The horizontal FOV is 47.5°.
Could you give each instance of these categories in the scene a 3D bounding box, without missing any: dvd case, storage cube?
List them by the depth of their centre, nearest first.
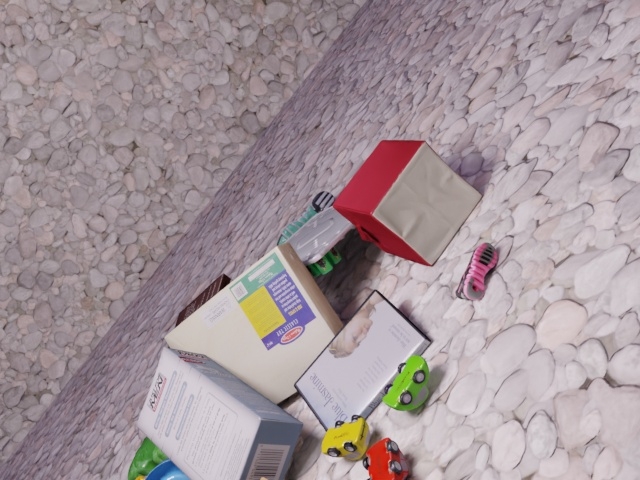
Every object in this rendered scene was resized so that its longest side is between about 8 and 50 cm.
[{"bbox_3d":[0.071,0.231,1.355,0.253,0.022,0.180,-50,39,3],"label":"dvd case"},{"bbox_3d":[0.176,-0.080,1.510,0.215,0.184,0.193,-53,22,-8],"label":"storage cube"}]

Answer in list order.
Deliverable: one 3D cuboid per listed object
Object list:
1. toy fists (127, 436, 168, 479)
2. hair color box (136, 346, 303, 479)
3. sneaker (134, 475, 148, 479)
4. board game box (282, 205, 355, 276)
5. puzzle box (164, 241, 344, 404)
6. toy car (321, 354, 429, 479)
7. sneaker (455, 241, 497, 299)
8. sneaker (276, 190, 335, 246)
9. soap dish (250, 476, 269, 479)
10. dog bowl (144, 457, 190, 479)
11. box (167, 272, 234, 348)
[{"bbox_3d":[-0.381,0.521,1.800,0.279,0.096,0.142,-40,13,32],"label":"toy fists"},{"bbox_3d":[-0.212,0.366,1.442,0.375,0.114,0.185,20,91,48],"label":"hair color box"},{"bbox_3d":[-0.431,0.651,1.681,0.088,0.093,0.225,-36,26,36],"label":"sneaker"},{"bbox_3d":[0.000,0.000,1.776,0.390,0.050,0.390,-24,15,50],"label":"board game box"},{"bbox_3d":[-0.138,0.222,1.568,0.409,0.272,0.052,-37,-9,31],"label":"puzzle box"},{"bbox_3d":[0.117,0.293,1.187,0.225,0.053,0.239,-55,21,-11],"label":"toy car"},{"bbox_3d":[0.271,0.056,1.287,0.119,0.047,0.057,-60,10,-25],"label":"sneaker"},{"bbox_3d":[-0.037,-0.041,2.085,0.223,0.083,0.098,-47,-1,-1],"label":"sneaker"},{"bbox_3d":[-0.071,0.511,1.120,0.228,0.118,0.291,-59,22,-19],"label":"soap dish"},{"bbox_3d":[-0.331,0.577,1.514,0.297,0.166,0.074,-53,8,-3],"label":"dog bowl"},{"bbox_3d":[-0.270,0.234,1.939,0.203,0.168,0.167,-42,22,24],"label":"box"}]
